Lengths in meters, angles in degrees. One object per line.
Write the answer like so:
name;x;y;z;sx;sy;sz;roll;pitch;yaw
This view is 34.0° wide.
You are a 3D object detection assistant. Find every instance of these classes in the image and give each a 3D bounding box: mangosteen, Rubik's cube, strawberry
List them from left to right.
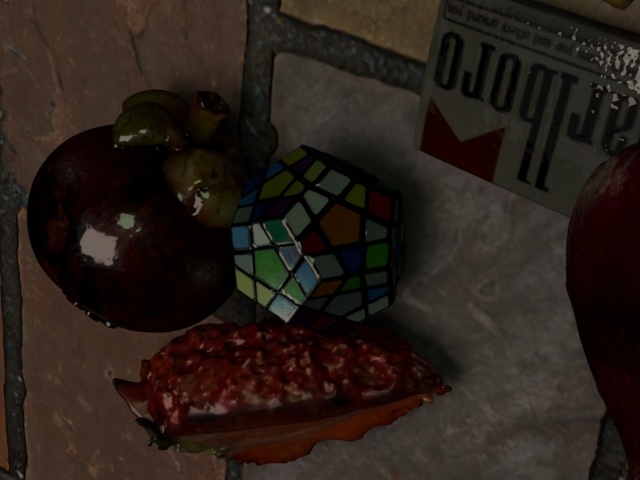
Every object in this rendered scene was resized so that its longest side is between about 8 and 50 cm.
mangosteen;-0.129;-0.028;0.807;0.200;0.200;0.200;18;119;35
strawberry;-0.031;0.098;0.780;0.228;0.174;0.098;-24;61;37
Rubik's cube;0.000;0.000;0.729;0.112;0.133;0.133;4;114;11

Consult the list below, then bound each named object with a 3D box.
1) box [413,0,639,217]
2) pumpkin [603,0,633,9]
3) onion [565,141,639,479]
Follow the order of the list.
box;0.144;-0.076;0.624;0.177;0.036;0.115;28;125;29
pumpkin;0.202;-0.189;0.454;0.222;0.139;0.317;-33;87;42
onion;0.212;0.076;0.469;0.272;0.195;0.272;37;167;10
